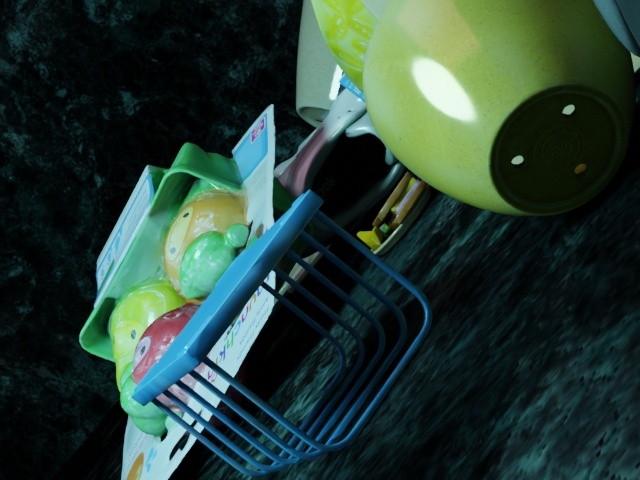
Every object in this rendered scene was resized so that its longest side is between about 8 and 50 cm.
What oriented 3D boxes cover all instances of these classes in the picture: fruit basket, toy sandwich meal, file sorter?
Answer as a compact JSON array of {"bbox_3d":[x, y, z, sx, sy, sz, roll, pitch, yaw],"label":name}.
[{"bbox_3d":[-0.128,0.074,1.344,0.327,0.165,0.353,-58,14,29],"label":"fruit basket"},{"bbox_3d":[0.060,-0.023,1.202,0.085,0.029,0.085,-51,5,6],"label":"toy sandwich meal"},{"bbox_3d":[-0.024,0.067,0.863,0.118,0.104,0.170,-52,5,-21],"label":"file sorter"}]

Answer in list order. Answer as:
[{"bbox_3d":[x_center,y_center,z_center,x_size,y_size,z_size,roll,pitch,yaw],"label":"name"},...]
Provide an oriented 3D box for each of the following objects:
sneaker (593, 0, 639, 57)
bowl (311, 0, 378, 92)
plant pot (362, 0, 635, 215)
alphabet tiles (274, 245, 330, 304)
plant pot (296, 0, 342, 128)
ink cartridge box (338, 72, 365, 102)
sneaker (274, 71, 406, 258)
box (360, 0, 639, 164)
[{"bbox_3d":[0.220,-0.188,0.668,0.129,0.111,0.297,-18,27,42],"label":"sneaker"},{"bbox_3d":[0.137,-0.215,0.971,0.156,0.289,0.289,16,58,37],"label":"bowl"},{"bbox_3d":[0.096,-0.064,0.696,0.134,0.134,0.095,-50,30,17],"label":"plant pot"},{"bbox_3d":[0.000,0.000,1.744,0.198,0.009,0.237,-51,4,4],"label":"alphabet tiles"},{"bbox_3d":[0.076,-0.270,1.884,0.256,0.256,0.274,149,143,-77],"label":"plant pot"},{"bbox_3d":[0.091,-0.125,1.145,0.088,0.122,0.052,-53,1,-30],"label":"ink cartridge box"},{"bbox_3d":[0.064,-0.122,1.500,0.330,0.122,0.146,-59,15,-15],"label":"sneaker"},{"bbox_3d":[0.095,-0.152,0.825,0.021,0.201,0.164,-34,-9,-42],"label":"box"}]
